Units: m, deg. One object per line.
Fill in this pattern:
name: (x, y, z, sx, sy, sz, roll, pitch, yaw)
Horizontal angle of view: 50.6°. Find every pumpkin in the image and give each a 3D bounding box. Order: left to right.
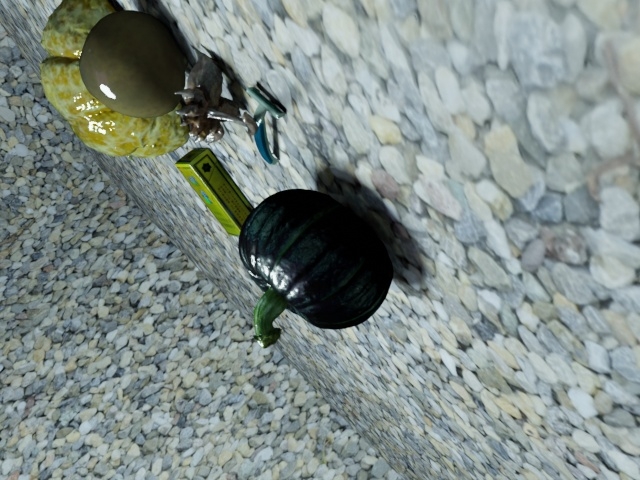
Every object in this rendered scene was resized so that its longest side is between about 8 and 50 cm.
pumpkin: (-0.029, 0.053, 1.033, 0.248, 0.248, 0.248, 44, 164, 16)

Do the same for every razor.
razor: (-0.087, -0.163, 1.066, 0.068, 0.037, 0.191, 44, 164, 14)

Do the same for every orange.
orange: (-0.442, -0.308, 1.393, 0.271, 0.210, 0.369, 28, 157, 47)

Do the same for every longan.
longan: (-0.315, -0.294, 1.148, 0.189, 0.189, 0.189, 44, 164, 16)

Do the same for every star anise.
star anise: (-0.125, -0.205, 0.999, 0.227, 0.218, 0.148, 11, 108, 32)

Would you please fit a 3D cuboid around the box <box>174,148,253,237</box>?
box: (-0.234, -0.107, 1.562, 0.220, 0.064, 0.141, 52, 165, -20)
